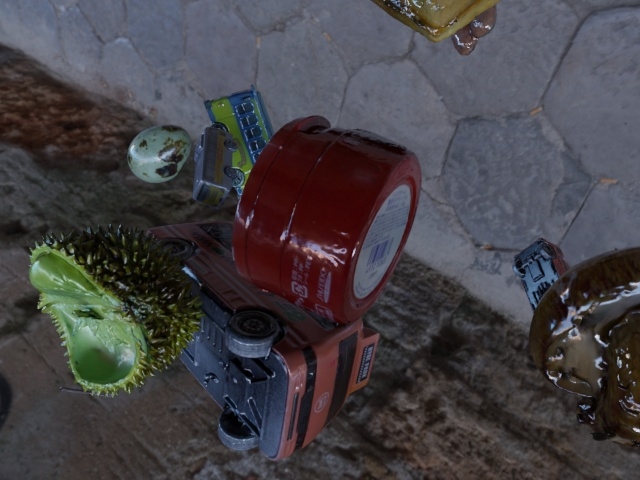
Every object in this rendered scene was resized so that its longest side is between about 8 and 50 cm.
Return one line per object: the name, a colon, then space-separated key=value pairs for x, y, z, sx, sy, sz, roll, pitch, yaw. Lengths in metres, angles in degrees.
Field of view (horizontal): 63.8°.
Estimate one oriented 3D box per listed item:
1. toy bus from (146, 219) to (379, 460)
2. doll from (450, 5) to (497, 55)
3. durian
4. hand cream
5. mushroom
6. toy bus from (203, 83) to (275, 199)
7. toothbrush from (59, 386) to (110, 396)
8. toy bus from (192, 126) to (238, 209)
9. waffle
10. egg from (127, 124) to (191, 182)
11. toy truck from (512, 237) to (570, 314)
toy bus: x=-0.122 y=0.131 z=0.842 sx=0.426 sy=0.232 sz=0.203 roll=33 pitch=124 yaw=40
doll: x=0.290 y=-0.544 z=1.101 sx=0.156 sy=0.304 sz=0.201 roll=18 pitch=146 yaw=-25
durian: x=-0.270 y=0.084 z=0.700 sx=0.237 sy=0.176 sz=0.200 roll=46 pitch=133 yaw=17
hand cream: x=0.015 y=-0.022 z=0.614 sx=0.149 sy=0.230 sz=0.230 roll=25 pitch=131 yaw=20
mushroom: x=0.443 y=0.148 z=0.739 sx=0.263 sy=0.195 sz=0.283 roll=19 pitch=91 yaw=15
toy bus: x=-0.233 y=-0.303 z=1.590 sx=0.152 sy=0.190 sz=0.313 roll=-120 pitch=11 yaw=-73
toothbrush: x=-0.348 y=0.227 z=0.773 sx=0.006 sy=0.008 sz=0.097 roll=17 pitch=169 yaw=35
toy bus: x=-0.205 y=-0.144 z=0.995 sx=0.064 sy=0.075 sz=0.191 roll=-54 pitch=32 yaw=36
waffle: x=0.167 y=-0.470 z=0.828 sx=0.328 sy=0.224 sz=0.098 roll=51 pitch=178 yaw=29
egg: x=-0.505 y=-0.279 z=1.627 sx=0.231 sy=0.169 sz=0.169 roll=-31 pitch=94 yaw=23
toy truck: x=0.578 y=0.126 z=1.275 sx=0.107 sy=0.114 sz=0.253 roll=-46 pitch=39 yaw=42
